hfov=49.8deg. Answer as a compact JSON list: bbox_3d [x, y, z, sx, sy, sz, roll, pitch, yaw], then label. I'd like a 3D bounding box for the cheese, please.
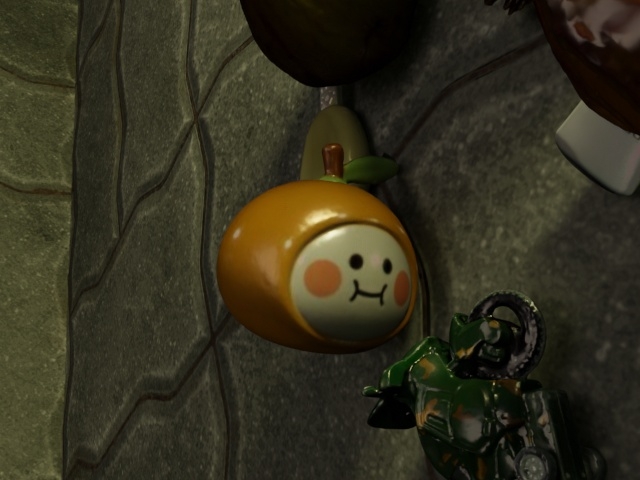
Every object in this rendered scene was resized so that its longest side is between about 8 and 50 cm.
[{"bbox_3d":[0.015,-0.152,0.916,0.127,0.050,0.255,-34,52,52],"label":"cheese"}]

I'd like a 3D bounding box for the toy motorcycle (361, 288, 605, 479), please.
[{"bbox_3d":[0.127,0.188,0.567,0.187,0.125,0.274,-31,55,40],"label":"toy motorcycle"}]

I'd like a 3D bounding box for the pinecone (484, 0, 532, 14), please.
[{"bbox_3d":[0.174,-0.261,0.627,0.102,0.109,0.102,-25,61,56],"label":"pinecone"}]

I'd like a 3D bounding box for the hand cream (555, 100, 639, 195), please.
[{"bbox_3d":[0.269,-0.151,0.498,0.079,0.048,0.255,51,123,35],"label":"hand cream"}]

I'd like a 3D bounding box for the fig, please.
[{"bbox_3d":[-0.033,-0.320,0.781,0.217,0.321,0.216,-19,59,35],"label":"fig"}]

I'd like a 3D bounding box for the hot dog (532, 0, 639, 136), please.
[{"bbox_3d":[0.293,-0.195,0.323,0.388,0.174,0.266,-25,73,35],"label":"hot dog"}]

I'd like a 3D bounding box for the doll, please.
[{"bbox_3d":[0.000,0.000,0.738,0.213,0.214,0.235,-1,78,58],"label":"doll"}]
